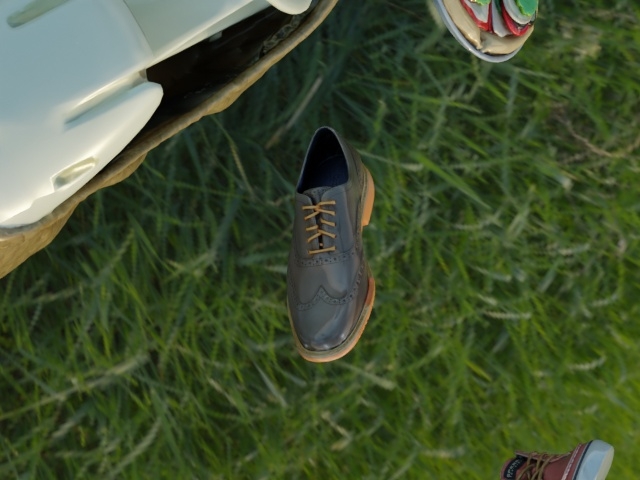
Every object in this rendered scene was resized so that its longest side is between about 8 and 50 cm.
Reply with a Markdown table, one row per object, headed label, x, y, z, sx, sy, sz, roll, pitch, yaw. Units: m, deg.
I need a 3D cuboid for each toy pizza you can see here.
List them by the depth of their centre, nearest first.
| label | x | y | z | sx | sy | sz | roll | pitch | yaw |
| --- | --- | --- | --- | --- | --- | --- | --- | --- | --- |
| toy pizza | 0.136 | -0.244 | 0.976 | 0.201 | 0.032 | 0.201 | 10 | 77 | -54 |

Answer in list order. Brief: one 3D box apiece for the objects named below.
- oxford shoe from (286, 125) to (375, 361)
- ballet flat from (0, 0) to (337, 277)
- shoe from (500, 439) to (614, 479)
| label | x | y | z | sx | sy | sz | roll | pitch | yaw |
| --- | --- | --- | --- | --- | --- | --- | --- | --- | --- |
| oxford shoe | 0.000 | 0.000 | 1.714 | 0.130 | 0.363 | 0.133 | -10 | 141 | 14 |
| ballet flat | -0.084 | -0.070 | 0.459 | 0.342 | 0.124 | 0.116 | -39 | 106 | -51 |
| shoe | 0.190 | 0.205 | 1.023 | 0.063 | 0.081 | 0.178 | -54 | 160 | -27 |
